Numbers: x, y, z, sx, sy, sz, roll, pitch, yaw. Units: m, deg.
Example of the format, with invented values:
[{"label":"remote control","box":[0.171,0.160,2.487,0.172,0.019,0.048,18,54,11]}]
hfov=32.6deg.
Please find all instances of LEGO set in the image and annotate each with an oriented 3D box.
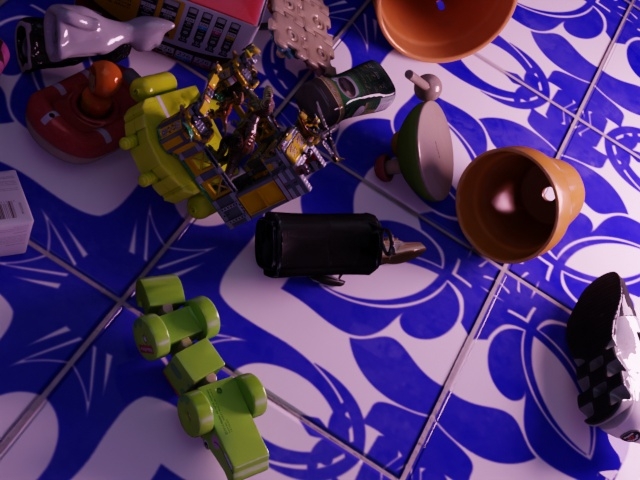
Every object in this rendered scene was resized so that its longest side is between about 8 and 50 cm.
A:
[{"label":"LEGO set","box":[-0.088,-0.186,1.754,0.255,0.192,0.331,60,29,-11]}]

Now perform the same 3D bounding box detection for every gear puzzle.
[{"label":"gear puzzle","box":[-0.054,-0.464,2.106,0.175,0.044,0.338,25,47,-40]}]

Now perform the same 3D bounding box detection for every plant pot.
[{"label":"plant pot","box":[0.229,-0.533,2.199,0.291,0.290,0.203,7,37,-20]},{"label":"plant pot","box":[0.379,-0.074,1.969,0.188,0.205,0.205,-15,61,-50]}]

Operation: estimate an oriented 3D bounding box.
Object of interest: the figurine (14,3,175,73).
[{"label":"figurine","box":[-0.371,-0.337,1.817,0.209,0.215,0.092,-8,95,-35]}]

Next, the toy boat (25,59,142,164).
[{"label":"toy boat","box":[-0.361,-0.228,1.761,0.151,0.151,0.231,44,50,11]}]

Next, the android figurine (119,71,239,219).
[{"label":"android figurine","box":[-0.224,-0.154,1.758,0.248,0.056,0.273,63,30,-6]}]

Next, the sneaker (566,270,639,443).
[{"label":"sneaker","box":[0.513,0.206,1.872,0.146,0.122,0.330,32,45,-23]}]

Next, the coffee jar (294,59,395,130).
[{"label":"coffee jar","box":[0.044,-0.267,2.025,0.184,0.079,0.096,-22,74,-36]}]

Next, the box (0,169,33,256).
[{"label":"box","box":[-0.487,-0.036,1.600,0.101,0.087,0.102,-9,59,-30]}]

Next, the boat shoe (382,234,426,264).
[{"label":"boat shoe","box":[0.117,0.014,1.864,0.135,0.050,0.045,-7,64,-29]}]

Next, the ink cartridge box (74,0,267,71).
[{"label":"ink cartridge box","box":[-0.251,-0.436,1.876,0.310,0.272,0.130,18,67,-11]}]

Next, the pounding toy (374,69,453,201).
[{"label":"pounding toy","box":[0.158,-0.184,1.986,0.183,0.110,0.236,-11,95,-64]}]

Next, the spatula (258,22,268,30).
[{"label":"spatula","box":[-0.115,-0.414,2.095,0.297,0.030,0.084,-1,60,-25]}]

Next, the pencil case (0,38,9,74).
[{"label":"pencil case","box":[-0.575,-0.247,1.720,0.098,0.095,0.209,49,37,-33]}]

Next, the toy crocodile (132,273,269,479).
[{"label":"toy crocodile","box":[-0.178,0.191,1.571,0.115,0.105,0.340,-21,70,-35]}]

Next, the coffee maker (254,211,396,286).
[{"label":"coffee maker","box":[0.000,0.000,1.742,0.178,0.171,0.120,-1,72,-24]}]
